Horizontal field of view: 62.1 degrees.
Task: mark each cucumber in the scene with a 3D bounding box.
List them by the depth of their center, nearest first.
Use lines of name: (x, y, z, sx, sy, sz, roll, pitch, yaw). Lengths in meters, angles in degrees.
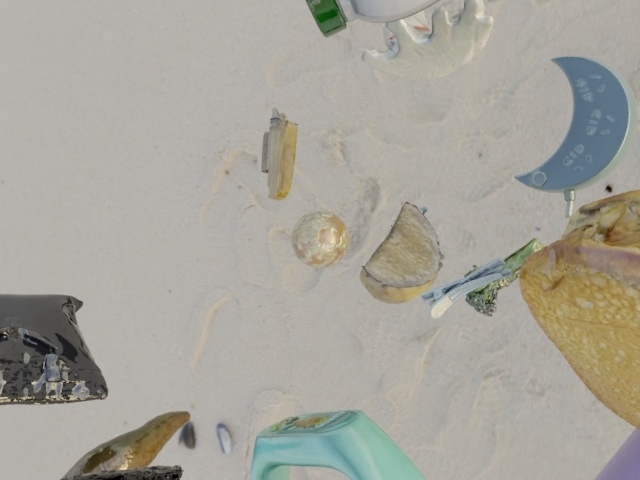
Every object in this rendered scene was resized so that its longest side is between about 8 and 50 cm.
cucumber: (-0.226, 0.272, 0.572, 0.053, 0.181, 0.053, -12, 69, 35)

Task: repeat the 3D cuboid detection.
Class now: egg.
egg: (0.000, 0.000, 1.825, 0.203, 0.245, 0.203, 1, 80, -3)

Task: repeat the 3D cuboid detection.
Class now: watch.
watch: (0.018, 0.256, 0.486, 0.237, 0.068, 0.195, -27, 80, 45)

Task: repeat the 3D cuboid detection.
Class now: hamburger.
hamburger: (0.372, 0.090, 0.552, 0.170, 0.290, 0.314, -41, 97, -10)

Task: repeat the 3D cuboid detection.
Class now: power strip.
power strip: (0.351, -0.140, 0.730, 0.137, 0.044, 0.216, 22, 106, 40)

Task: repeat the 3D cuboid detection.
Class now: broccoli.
broccoli: (0.592, 0.107, 1.705, 0.304, 0.165, 0.145, -45, 64, 10)

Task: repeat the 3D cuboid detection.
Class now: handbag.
handbag: (-0.436, 0.147, 0.727, 0.088, 0.254, 0.211, -58, 46, 22)

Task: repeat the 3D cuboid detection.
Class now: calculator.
calculator: (0.286, -0.066, 1.738, 0.141, 0.019, 0.094, -47, 37, -20)

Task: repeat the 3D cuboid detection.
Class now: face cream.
face cream: (0.127, -0.568, 1.028, 0.357, 0.219, 0.312, -20, 63, 13)

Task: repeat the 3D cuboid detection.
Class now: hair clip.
hair clip: (0.178, 0.061, 0.651, 0.115, 0.030, 0.039, -34, 31, 27)

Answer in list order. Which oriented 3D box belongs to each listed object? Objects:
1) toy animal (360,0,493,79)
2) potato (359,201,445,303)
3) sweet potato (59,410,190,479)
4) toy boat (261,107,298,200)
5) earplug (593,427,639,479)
toy animal: (0.306, -0.566, 1.424, 0.266, 0.188, 0.308, 34, 137, -3)
potato: (0.174, 0.043, 1.086, 0.138, 0.243, 0.098, 28, 140, 11)
sweet potato: (-0.306, 0.332, 0.821, 0.077, 0.244, 0.077, 28, 136, 31)
toy boat: (-0.147, -0.290, 1.803, 0.115, 0.089, 0.310, 5, 91, 31)
earplug: (0.647, 0.462, 0.992, 0.215, 0.215, 0.456, 29, 136, 23)
